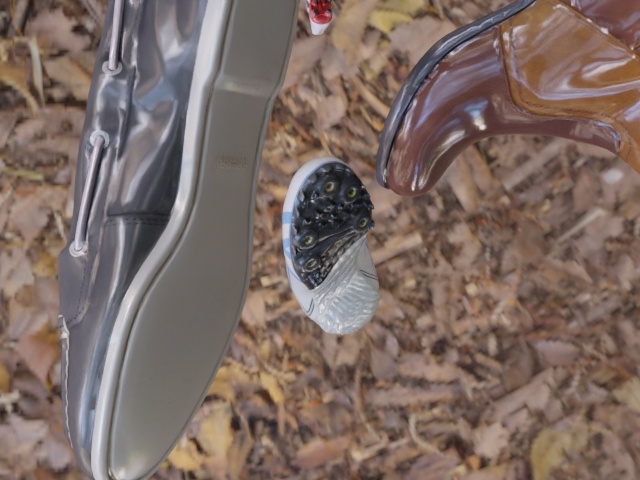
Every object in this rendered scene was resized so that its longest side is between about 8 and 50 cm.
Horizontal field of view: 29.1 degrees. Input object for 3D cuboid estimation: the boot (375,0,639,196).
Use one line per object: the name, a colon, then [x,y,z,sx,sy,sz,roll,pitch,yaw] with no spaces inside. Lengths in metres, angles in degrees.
boot: [0.203,-0.057,0.832,0.280,0.096,0.264,45,106,13]

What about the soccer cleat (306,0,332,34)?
soccer cleat: [-0.002,-0.225,1.113,0.029,0.083,0.035,0,157,-9]

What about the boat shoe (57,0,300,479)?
boat shoe: [-0.098,-0.026,0.724,0.112,0.095,0.335,12,93,-60]

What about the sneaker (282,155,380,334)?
sneaker: [0.000,0.000,1.046,0.085,0.086,0.237,-32,151,-12]
